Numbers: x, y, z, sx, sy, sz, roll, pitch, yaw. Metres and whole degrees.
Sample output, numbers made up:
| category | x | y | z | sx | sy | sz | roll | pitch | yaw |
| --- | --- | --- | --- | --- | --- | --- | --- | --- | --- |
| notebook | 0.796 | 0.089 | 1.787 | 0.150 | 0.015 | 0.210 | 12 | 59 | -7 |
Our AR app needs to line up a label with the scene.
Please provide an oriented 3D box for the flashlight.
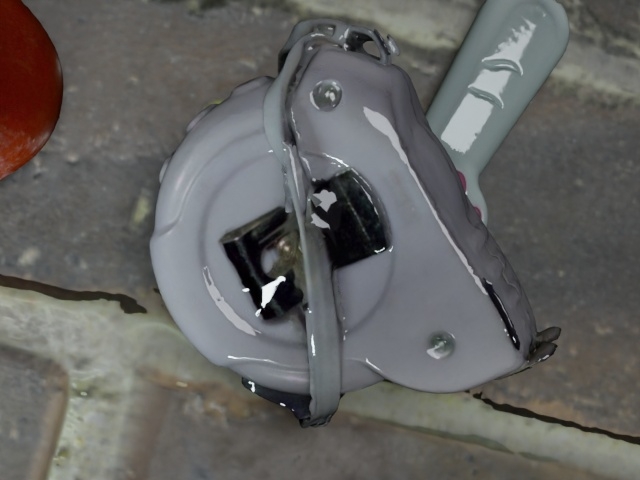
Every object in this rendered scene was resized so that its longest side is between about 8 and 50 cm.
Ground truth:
| category | x | y | z | sx | sy | sz | roll | pitch | yaw |
| --- | --- | --- | --- | --- | --- | --- | --- | --- | --- |
| flashlight | 0.096 | -0.078 | 1.110 | 0.093 | 0.047 | 0.200 | 33 | 78 | -6 |

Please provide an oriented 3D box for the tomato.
| category | x | y | z | sx | sy | sz | roll | pitch | yaw |
| --- | --- | --- | --- | --- | --- | --- | --- | --- | --- |
| tomato | -0.229 | -0.095 | 1.023 | 0.159 | 0.091 | 0.139 | -17 | 88 | -15 |

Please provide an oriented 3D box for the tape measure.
| category | x | y | z | sx | sy | sz | roll | pitch | yaw |
| --- | --- | --- | --- | --- | --- | --- | --- | --- | --- |
| tape measure | 0.000 | 0.000 | 1.026 | 0.197 | 0.120 | 0.236 | -27 | 95 | 18 |
